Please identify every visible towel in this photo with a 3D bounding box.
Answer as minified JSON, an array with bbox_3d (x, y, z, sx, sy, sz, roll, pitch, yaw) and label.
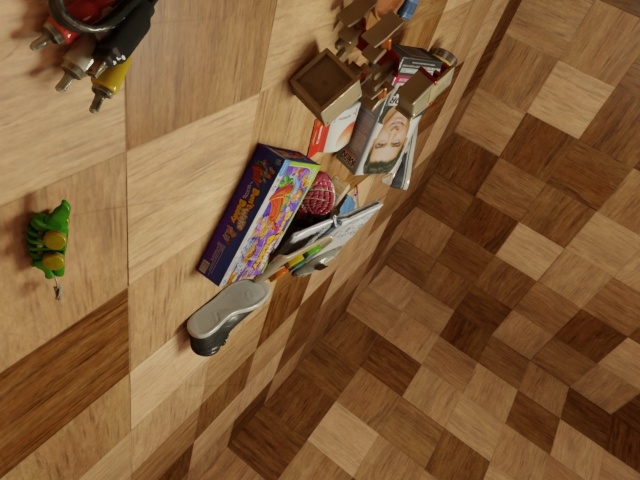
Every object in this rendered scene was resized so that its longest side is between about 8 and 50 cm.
[{"bbox_3d":[0.252,-0.663,1.352,0.067,0.029,0.120,-31,152,-59],"label":"towel"}]

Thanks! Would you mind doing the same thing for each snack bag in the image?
[{"bbox_3d":[0.000,0.000,1.574,0.342,0.037,0.323,-22,167,-32],"label":"snack bag"}]

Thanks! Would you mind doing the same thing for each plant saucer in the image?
[{"bbox_3d":[0.172,-0.623,1.172,0.200,0.037,0.200,-51,163,-21],"label":"plant saucer"}]

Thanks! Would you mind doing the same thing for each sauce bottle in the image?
[{"bbox_3d":[0.366,-0.536,1.825,0.345,0.111,0.111,-56,165,2],"label":"sauce bottle"}]

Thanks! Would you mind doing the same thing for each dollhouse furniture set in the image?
[{"bbox_3d":[0.165,-0.415,1.161,0.135,0.259,0.262,-44,165,-8],"label":"dollhouse furniture set"}]

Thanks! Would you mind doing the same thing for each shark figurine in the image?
[{"bbox_3d":[0.011,0.034,1.947,0.278,0.116,0.166,-37,-169,-33],"label":"shark figurine"}]

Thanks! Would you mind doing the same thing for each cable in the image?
[{"bbox_3d":[-0.232,-0.299,0.603,0.287,0.072,0.139,-63,152,-22],"label":"cable"}]

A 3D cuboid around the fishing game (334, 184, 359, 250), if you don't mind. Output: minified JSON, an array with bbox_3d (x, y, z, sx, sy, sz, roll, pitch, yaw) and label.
[{"bbox_3d":[0.095,-0.087,1.965,0.189,0.041,0.264,78,33,-46],"label":"fishing game"}]

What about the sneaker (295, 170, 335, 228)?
[{"bbox_3d":[-0.024,-0.129,1.468,0.299,0.120,0.112,114,-13,-69],"label":"sneaker"}]

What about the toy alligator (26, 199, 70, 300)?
[{"bbox_3d":[-0.396,0.018,0.718,0.051,0.056,0.190,7,128,-25],"label":"toy alligator"}]

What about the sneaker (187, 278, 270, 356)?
[{"bbox_3d":[-0.271,0.224,1.449,0.295,0.104,0.147,-34,156,-42],"label":"sneaker"}]

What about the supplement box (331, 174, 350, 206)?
[{"bbox_3d":[0.049,-0.166,1.696,0.098,0.062,0.036,-54,166,-12],"label":"supplement box"}]

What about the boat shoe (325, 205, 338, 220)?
[{"bbox_3d":[0.012,-0.069,1.701,0.254,0.079,0.095,94,19,-81],"label":"boat shoe"}]

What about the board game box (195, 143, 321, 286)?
[{"bbox_3d":[-0.150,-0.064,1.255,0.347,0.078,0.233,-60,165,15],"label":"board game box"}]

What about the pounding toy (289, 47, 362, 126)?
[{"bbox_3d":[0.013,-0.349,1.107,0.130,0.141,0.100,-41,164,-1],"label":"pounding toy"}]

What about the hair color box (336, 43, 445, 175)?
[{"bbox_3d":[0.203,-0.384,1.497,0.185,0.114,0.375,-9,136,-37],"label":"hair color box"}]

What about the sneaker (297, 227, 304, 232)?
[{"bbox_3d":[-0.059,-0.036,1.676,0.044,0.040,0.109,-53,165,-5],"label":"sneaker"}]

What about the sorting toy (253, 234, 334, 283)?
[{"bbox_3d":[-0.077,0.062,1.471,0.208,0.038,0.193,-21,168,-40],"label":"sorting toy"}]

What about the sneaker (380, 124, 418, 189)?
[{"bbox_3d":[0.322,-0.372,2.041,0.126,0.127,0.322,84,17,-76],"label":"sneaker"}]

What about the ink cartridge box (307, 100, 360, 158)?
[{"bbox_3d":[0.038,-0.308,1.403,0.179,0.045,0.145,-47,162,-40],"label":"ink cartridge box"}]
